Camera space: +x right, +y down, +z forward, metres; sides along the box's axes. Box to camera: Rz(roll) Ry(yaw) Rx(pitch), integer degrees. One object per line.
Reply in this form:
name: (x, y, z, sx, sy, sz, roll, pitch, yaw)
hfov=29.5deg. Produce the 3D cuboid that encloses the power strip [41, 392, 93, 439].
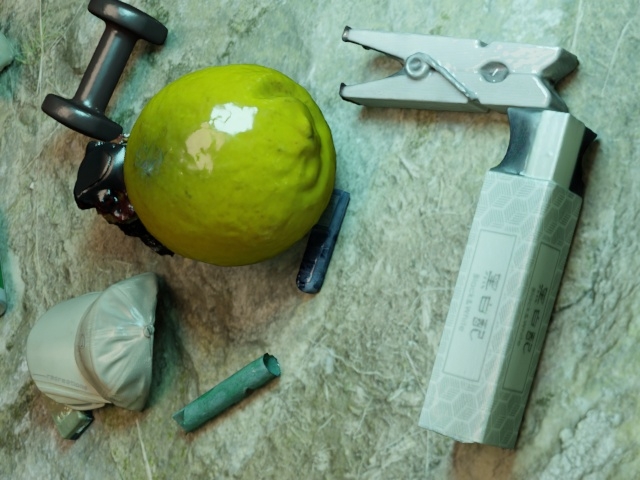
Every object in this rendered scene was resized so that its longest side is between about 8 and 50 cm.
power strip: (-0.407, 0.258, 1.943, 0.056, 0.032, 0.123, -47, 54, 18)

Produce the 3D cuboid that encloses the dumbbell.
dumbbell: (-0.353, -0.280, 1.995, 0.124, 0.140, 0.225, 27, 92, 29)

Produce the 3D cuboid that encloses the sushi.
sushi: (-0.297, -0.087, 1.884, 0.172, 0.150, 0.153, 35, 99, 39)

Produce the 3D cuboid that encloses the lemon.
lemon: (-0.122, -0.103, 1.673, 0.297, 0.297, 0.297, -12, 69, 35)

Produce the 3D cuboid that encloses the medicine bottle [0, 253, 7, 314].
medicine bottle: (-0.609, 0.010, 2.135, 0.095, 0.095, 0.260, -29, 59, 28)

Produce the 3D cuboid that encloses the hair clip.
hair clip: (0.171, -0.219, 1.603, 0.330, 0.085, 0.101, 11, 85, 38)

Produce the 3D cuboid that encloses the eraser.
eraser: (0.229, 0.046, 1.470, 0.096, 0.098, 0.404, 14, 86, 38)

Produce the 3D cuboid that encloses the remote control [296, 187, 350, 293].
remote control: (0.001, 0.000, 1.708, 0.043, 0.027, 0.153, 12, 82, 49)

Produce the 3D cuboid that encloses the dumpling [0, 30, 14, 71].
dumpling: (-0.631, -0.355, 2.250, 0.118, 0.136, 0.199, -17, 85, -4)

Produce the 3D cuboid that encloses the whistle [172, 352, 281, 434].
whistle: (-0.136, 0.221, 1.740, 0.186, 0.039, 0.039, -35, 58, 24)

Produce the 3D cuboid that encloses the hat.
hat: (-0.351, 0.146, 1.853, 0.225, 0.164, 0.220, -1, 73, 3)
